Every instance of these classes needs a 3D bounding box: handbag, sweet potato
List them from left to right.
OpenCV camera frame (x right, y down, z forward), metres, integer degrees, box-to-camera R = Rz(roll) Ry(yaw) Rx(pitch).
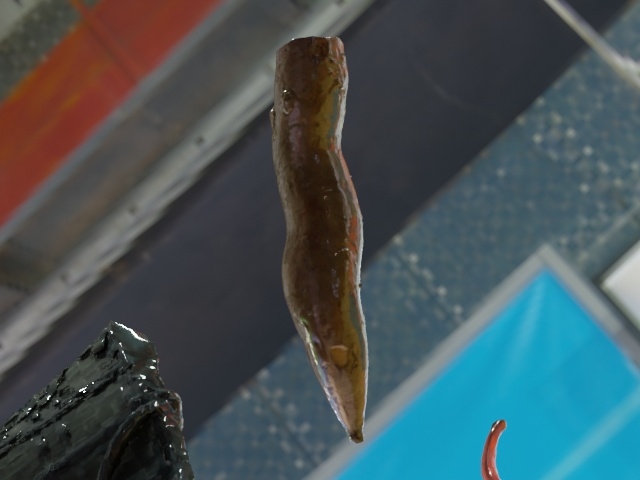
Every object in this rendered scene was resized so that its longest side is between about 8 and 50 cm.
[{"bbox_3d":[-0.123,0.161,0.988,0.175,0.270,0.088,-43,-55,10],"label":"handbag"},{"bbox_3d":[0.000,0.000,1.398,0.059,0.281,0.067,-2,-12,-13],"label":"sweet potato"}]

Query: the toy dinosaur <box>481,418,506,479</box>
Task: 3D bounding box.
[{"bbox_3d":[0.189,0.252,1.729,0.070,0.286,0.139,-28,-32,6],"label":"toy dinosaur"}]
